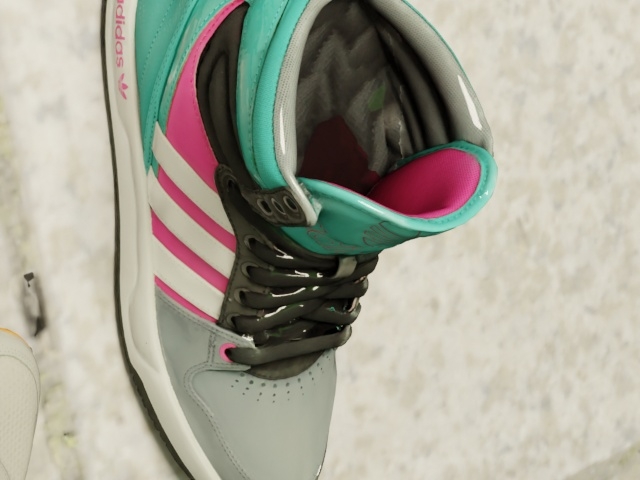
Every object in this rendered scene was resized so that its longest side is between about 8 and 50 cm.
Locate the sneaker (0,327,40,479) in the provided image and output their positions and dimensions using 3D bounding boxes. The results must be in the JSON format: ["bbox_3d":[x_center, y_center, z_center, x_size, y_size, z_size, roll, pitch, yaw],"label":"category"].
[{"bbox_3d":[-0.153,0.160,0.746,0.099,0.121,0.262,39,60,-46],"label":"sneaker"}]

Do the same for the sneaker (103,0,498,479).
[{"bbox_3d":[0.000,0.000,0.828,0.124,0.178,0.295,-20,110,-36],"label":"sneaker"}]
